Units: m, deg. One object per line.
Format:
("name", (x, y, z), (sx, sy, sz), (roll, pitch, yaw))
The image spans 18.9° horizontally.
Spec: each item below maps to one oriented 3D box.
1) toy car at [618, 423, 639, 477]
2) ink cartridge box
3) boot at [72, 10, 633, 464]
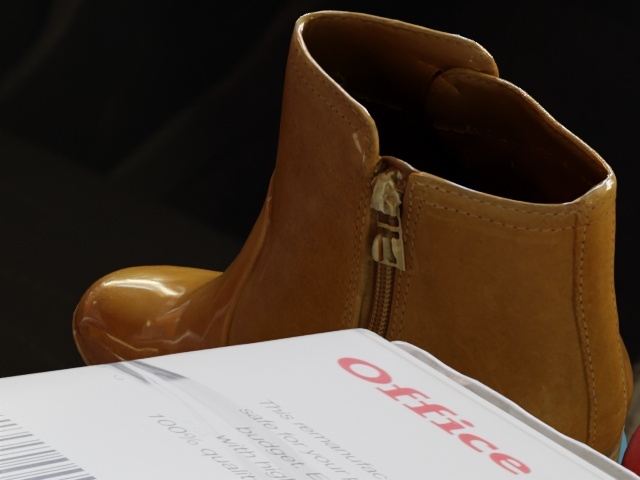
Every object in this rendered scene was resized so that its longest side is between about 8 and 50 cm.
("toy car", (0.183, 0.208, 0.979), (0.219, 0.210, 0.238), (3, 21, 30))
("ink cartridge box", (-0.011, 0.096, 0.389), (0.158, 0.092, 0.218), (30, 22, 34))
("boot", (0.000, 0.001, 0.759), (0.295, 0.211, 0.104), (24, 45, 36))
